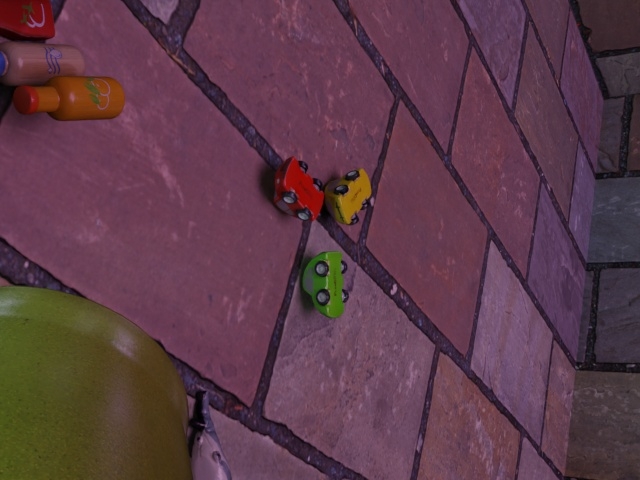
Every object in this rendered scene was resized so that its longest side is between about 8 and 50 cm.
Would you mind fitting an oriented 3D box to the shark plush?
[{"bbox_3d":[-0.136,0.265,0.983,0.161,0.073,0.067,68,11,6],"label":"shark plush"}]

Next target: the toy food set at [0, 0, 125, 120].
[{"bbox_3d":[-0.257,-0.221,0.733,0.104,0.111,0.232,-17,105,-58],"label":"toy food set"}]

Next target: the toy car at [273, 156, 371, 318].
[{"bbox_3d":[0.000,0.000,1.191,0.239,0.053,0.225,0,88,-58],"label":"toy car"}]

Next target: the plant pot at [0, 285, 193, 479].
[{"bbox_3d":[-0.222,0.222,0.527,0.353,0.366,0.366,-89,159,-57],"label":"plant pot"}]
